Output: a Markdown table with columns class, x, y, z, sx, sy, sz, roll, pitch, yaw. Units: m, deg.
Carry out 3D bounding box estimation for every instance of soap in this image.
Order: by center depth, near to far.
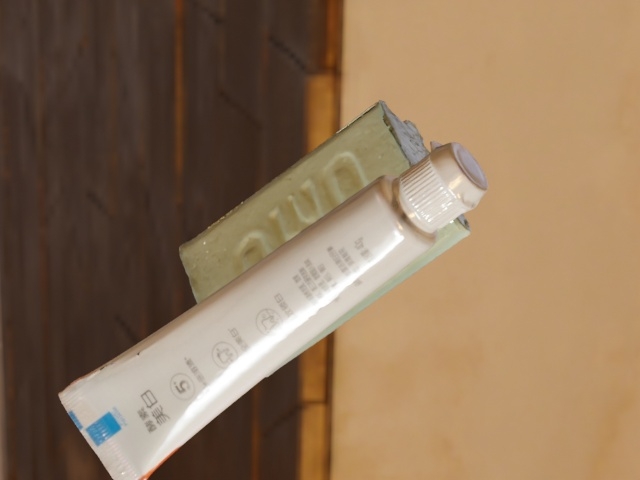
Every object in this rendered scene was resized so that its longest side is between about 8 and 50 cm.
| class | x | y | z | sx | sy | sz | roll | pitch | yaw |
| --- | --- | --- | --- | --- | --- | --- | --- | --- | --- |
| soap | 0.000 | 0.000 | 1.329 | 0.063 | 0.198 | 0.114 | 31 | -153 | -52 |

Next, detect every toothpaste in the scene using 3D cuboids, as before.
| class | x | y | z | sx | sy | sz | roll | pitch | yaw |
| --- | --- | --- | --- | --- | --- | --- | --- | --- | --- |
| toothpaste | -0.018 | 0.026 | 0.667 | 0.190 | 0.048 | 0.031 | -37 | 177 | 23 |
